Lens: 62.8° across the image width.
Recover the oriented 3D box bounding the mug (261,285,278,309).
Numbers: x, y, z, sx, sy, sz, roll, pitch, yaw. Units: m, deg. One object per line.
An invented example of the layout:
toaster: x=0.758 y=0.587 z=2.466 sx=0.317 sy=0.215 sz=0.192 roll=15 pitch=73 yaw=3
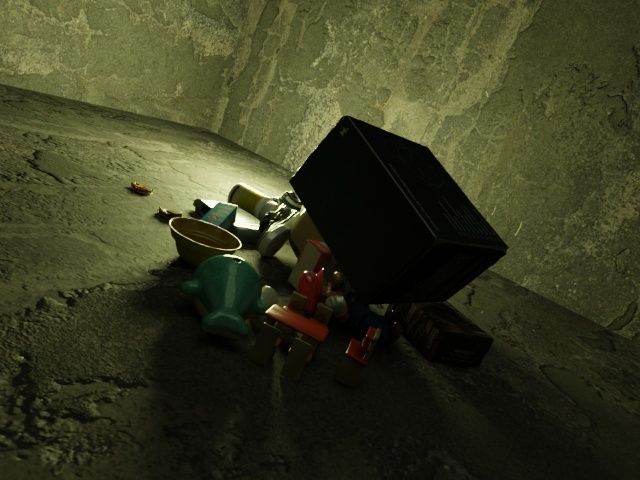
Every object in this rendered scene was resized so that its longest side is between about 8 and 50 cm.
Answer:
mug: x=-0.158 y=0.163 z=1.376 sx=0.062 sy=0.078 sz=0.064 roll=57 pitch=28 yaw=2

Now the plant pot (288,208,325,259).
plant pot: x=0.000 y=0.000 z=1.851 sx=0.191 sy=0.284 sz=0.284 roll=-29 pitch=34 yaw=-13

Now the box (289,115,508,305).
box: x=0.241 y=-0.076 z=1.607 sx=0.472 sy=0.297 sz=0.479 roll=8 pitch=44 yaw=-50

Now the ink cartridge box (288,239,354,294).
ink cartridge box: x=0.029 y=0.097 z=1.673 sx=0.218 sy=0.158 sz=0.092 roll=9 pitch=23 yaw=-43

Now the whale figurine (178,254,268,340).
whale figurine: x=-0.215 y=0.124 z=1.219 sx=0.216 sy=0.141 sz=0.272 roll=20 pitch=15 yaw=-15

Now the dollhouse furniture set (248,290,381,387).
dollhouse furniture set: x=-0.005 y=0.216 z=1.220 sx=0.259 sy=0.135 sz=0.262 roll=25 pitch=14 yaw=7

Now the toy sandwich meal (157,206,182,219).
toy sandwich meal: x=-0.517 y=-0.095 z=1.798 sx=0.086 sy=0.029 sz=0.085 roll=22 pitch=14 yaw=-6

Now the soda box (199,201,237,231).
soda box: x=-0.346 y=-0.060 z=1.757 sx=0.071 sy=0.067 sz=0.210 roll=14 pitch=25 yaw=5

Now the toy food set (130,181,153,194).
toy food set: x=-0.663 y=-0.192 z=1.950 sx=0.083 sy=0.020 sz=0.083 roll=16 pitch=15 yaw=-27

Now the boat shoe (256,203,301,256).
boat shoe: x=-0.170 y=-0.041 z=1.892 sx=0.119 sy=0.121 sz=0.335 roll=32 pitch=24 yaw=4

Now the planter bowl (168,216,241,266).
planter bowl: x=-0.346 y=0.018 z=1.519 sx=0.217 sy=0.090 sz=0.217 roll=22 pitch=14 yaw=-6

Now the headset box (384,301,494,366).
headset box: x=0.374 y=0.278 z=1.644 sx=0.218 sy=0.110 sz=0.293 roll=14 pitch=16 yaw=-32

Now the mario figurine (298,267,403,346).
mario figurine: x=0.089 y=0.165 z=1.475 sx=0.321 sy=0.170 sz=0.198 roll=28 pitch=-22 yaw=-11

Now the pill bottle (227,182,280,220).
pill bottle: x=-0.277 y=-0.149 z=2.199 sx=0.209 sy=0.119 sz=0.119 roll=28 pitch=15 yaw=22

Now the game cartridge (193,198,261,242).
game cartridge: x=-0.325 y=-0.075 z=1.988 sx=0.297 sy=0.062 sz=0.198 roll=33 pitch=21 yaw=36

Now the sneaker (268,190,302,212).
sneaker: x=-0.210 y=-0.173 z=2.320 sx=0.282 sy=0.153 sz=0.099 roll=25 pitch=13 yaw=8
